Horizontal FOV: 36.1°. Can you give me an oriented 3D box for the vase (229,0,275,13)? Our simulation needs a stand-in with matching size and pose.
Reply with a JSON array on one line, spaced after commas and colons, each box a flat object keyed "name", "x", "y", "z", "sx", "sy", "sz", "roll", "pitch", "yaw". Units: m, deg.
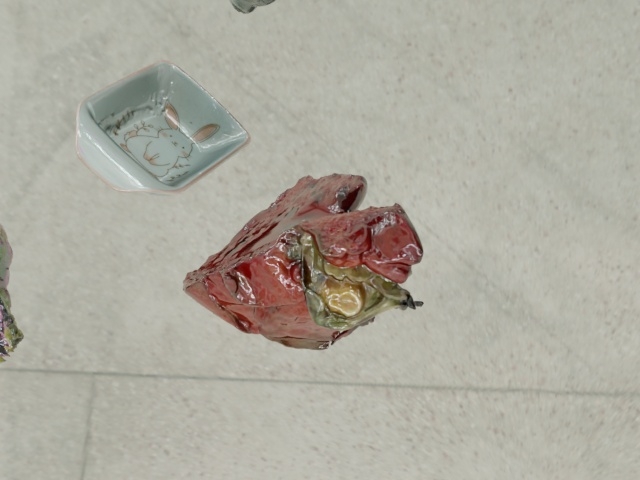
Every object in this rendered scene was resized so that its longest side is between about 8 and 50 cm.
[{"name": "vase", "x": -0.060, "y": -0.269, "z": 0.373, "sx": 0.291, "sy": 0.245, "sz": 0.245, "roll": 38, "pitch": 83, "yaw": -19}]

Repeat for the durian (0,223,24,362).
[{"name": "durian", "x": -0.333, "y": 0.029, "z": 0.873, "sx": 0.119, "sy": 0.108, "sz": 0.187, "roll": -22, "pitch": 99, "yaw": 0}]

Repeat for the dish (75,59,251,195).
[{"name": "dish", "x": -0.199, "y": -0.114, "z": 1.152, "sx": 0.154, "sy": 0.234, "sz": 0.064, "roll": 44, "pitch": 125, "yaw": 1}]

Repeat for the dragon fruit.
[{"name": "dragon fruit", "x": 0.010, "y": 0.017, "z": 0.612, "sx": 0.122, "sy": 0.192, "sz": 0.092, "roll": -44, "pitch": 104, "yaw": -28}]
